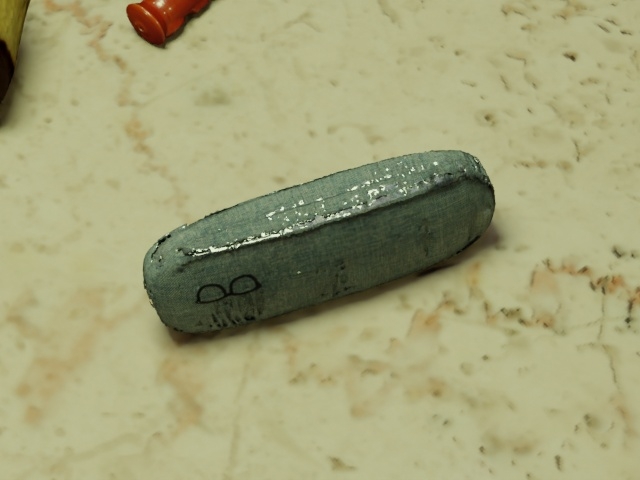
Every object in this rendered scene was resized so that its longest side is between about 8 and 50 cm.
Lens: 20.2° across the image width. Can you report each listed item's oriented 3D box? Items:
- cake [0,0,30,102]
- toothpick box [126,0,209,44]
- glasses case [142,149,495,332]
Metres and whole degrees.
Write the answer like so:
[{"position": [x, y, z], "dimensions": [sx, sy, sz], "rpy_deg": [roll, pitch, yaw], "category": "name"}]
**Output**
[{"position": [-0.342, -0.211, 1.522], "dimensions": [0.185, 0.208, 0.178], "rpy_deg": [18, 47, -20], "category": "cake"}, {"position": [-0.130, -0.212, 1.584], "dimensions": [0.047, 0.047, 0.083], "rpy_deg": [33, 66, 23], "category": "toothpick box"}, {"position": [0.000, 0.000, 1.395], "dimensions": [0.282, 0.109, 0.067], "rpy_deg": [-16, 54, -6], "category": "glasses case"}]
